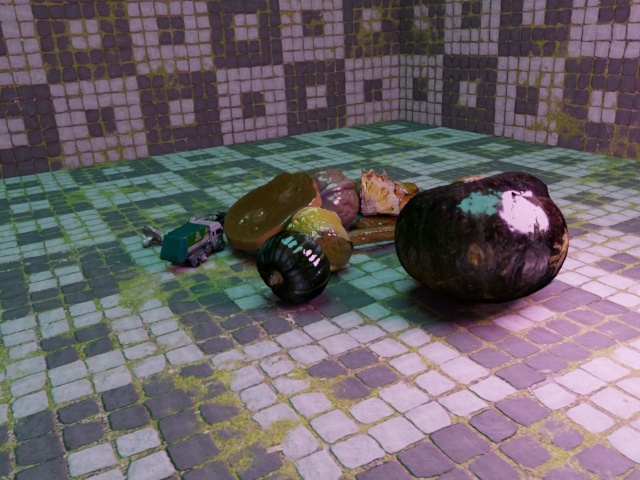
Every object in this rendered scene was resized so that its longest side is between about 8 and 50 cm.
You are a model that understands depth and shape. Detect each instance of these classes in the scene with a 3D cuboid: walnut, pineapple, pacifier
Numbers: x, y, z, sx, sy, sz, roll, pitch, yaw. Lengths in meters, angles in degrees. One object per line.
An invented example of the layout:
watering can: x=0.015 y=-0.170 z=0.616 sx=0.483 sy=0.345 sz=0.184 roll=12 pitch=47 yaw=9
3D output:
walnut: x=0.026 y=-0.154 z=2.106 sx=0.248 sy=0.248 sz=0.248 roll=-3 pitch=21 yaw=1
pineapple: x=0.226 y=-0.165 z=2.152 sx=0.236 sy=0.186 sz=0.114 roll=43 pitch=11 yaw=12
pacifier: x=-0.629 y=-0.011 z=2.064 sx=0.099 sy=0.081 sz=0.078 roll=12 pitch=53 yaw=35

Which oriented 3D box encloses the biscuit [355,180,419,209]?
biscuit: x=0.263 y=-0.182 z=2.338 sx=0.296 sy=0.102 sz=0.296 roll=0 pitch=21 yaw=0

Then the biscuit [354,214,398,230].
biscuit: x=0.233 y=-0.053 z=2.086 sx=0.212 sy=0.036 sz=0.212 roll=-1 pitch=19 yaw=0

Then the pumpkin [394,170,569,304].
pumpkin: x=0.420 y=-0.002 z=1.497 sx=0.455 sy=0.343 sz=0.454 roll=-8 pitch=5 yaw=1

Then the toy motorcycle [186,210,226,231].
toy motorcycle: x=-0.426 y=-0.071 z=2.150 sx=0.130 sy=0.094 sz=0.229 roll=1 pitch=16 yaw=16

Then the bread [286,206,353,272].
bread: x=-0.003 y=0.002 z=1.754 sx=0.197 sy=0.197 sz=0.170 roll=-10 pitch=28 yaw=-18

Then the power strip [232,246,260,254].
power strip: x=-0.196 y=0.011 z=1.944 sx=0.216 sy=0.044 sz=0.137 roll=-4 pitch=18 yaw=9

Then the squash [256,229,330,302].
squash: x=-0.077 y=0.072 z=1.561 sx=0.172 sy=0.218 sz=0.218 roll=-48 pitch=38 yaw=-16

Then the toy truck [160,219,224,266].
toy truck: x=-0.430 y=0.009 z=1.903 sx=0.114 sy=0.124 sz=0.253 roll=9 pitch=26 yaw=24

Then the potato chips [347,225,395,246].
potato chips: x=0.143 y=-0.002 z=1.914 sx=0.407 sy=0.080 sz=0.057 roll=-10 pitch=32 yaw=-16

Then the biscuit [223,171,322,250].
biscuit: x=-0.171 y=-0.103 z=1.951 sx=0.365 sy=0.062 sz=0.385 roll=-35 pitch=30 yaw=-3
